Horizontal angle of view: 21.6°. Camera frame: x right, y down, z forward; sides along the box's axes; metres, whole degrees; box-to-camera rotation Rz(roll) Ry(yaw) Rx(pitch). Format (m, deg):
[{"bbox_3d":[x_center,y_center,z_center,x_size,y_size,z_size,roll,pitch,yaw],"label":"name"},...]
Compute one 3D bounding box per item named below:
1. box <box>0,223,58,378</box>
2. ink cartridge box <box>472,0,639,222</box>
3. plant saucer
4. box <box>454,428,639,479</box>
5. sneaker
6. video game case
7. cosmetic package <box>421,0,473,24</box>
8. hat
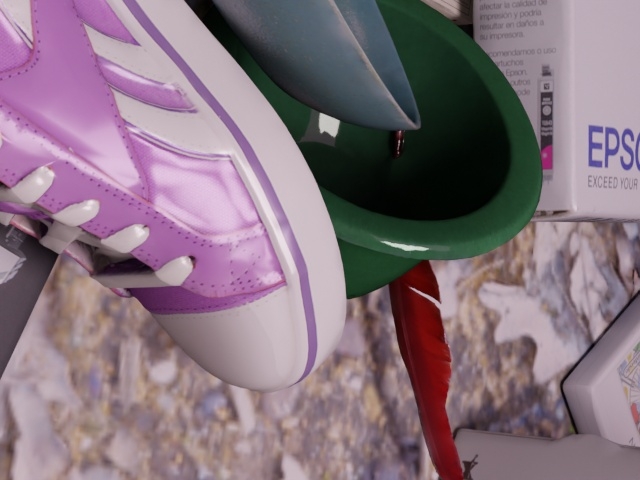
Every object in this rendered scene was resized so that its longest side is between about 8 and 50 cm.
[{"bbox_3d":[-0.220,0.010,0.559,0.242,0.076,0.307,43,60,-39],"label":"box"},{"bbox_3d":[0.189,-0.174,0.980,0.324,0.071,0.330,-2,93,-56],"label":"ink cartridge box"},{"bbox_3d":[-0.048,-0.177,0.654,0.318,0.043,0.317,62,8,-15],"label":"plant saucer"},{"bbox_3d":[0.149,0.207,0.889,0.119,0.181,0.182,33,67,-41],"label":"box"},{"bbox_3d":[-0.112,-0.031,0.558,0.161,0.102,0.282,-47,112,-34],"label":"sneaker"},{"bbox_3d":[0.253,0.117,1.117,0.227,0.026,0.206,-42,120,-39],"label":"video game case"},{"bbox_3d":[0.057,-0.175,0.887,0.060,0.041,0.115,22,75,-46],"label":"cosmetic package"},{"bbox_3d":[0.000,0.000,0.839,0.173,0.183,0.208,-4,54,-29],"label":"hat"}]
